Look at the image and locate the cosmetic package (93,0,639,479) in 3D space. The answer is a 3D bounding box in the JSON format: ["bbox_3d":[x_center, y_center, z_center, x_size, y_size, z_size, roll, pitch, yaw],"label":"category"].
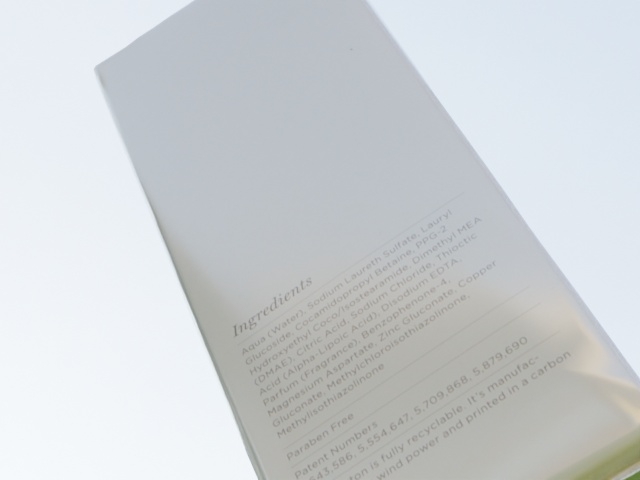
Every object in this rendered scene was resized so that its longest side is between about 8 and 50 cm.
[{"bbox_3d":[0.043,0.040,0.668,0.156,0.385,0.217,-33,-43,7],"label":"cosmetic package"}]
